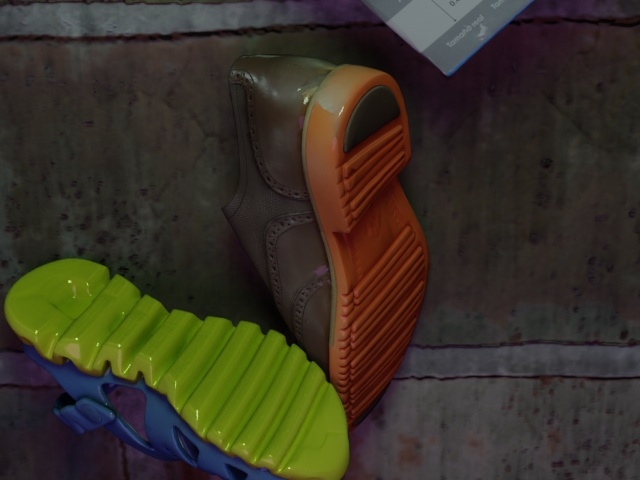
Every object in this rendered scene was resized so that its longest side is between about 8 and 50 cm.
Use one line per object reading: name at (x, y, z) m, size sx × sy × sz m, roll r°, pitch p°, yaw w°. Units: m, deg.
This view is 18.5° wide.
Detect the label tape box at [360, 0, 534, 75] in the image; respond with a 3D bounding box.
label tape box at (0.054, -0.316, 1.361) m, size 0.347 × 0.115 × 0.249 m, roll 38°, pitch 120°, yaw -22°

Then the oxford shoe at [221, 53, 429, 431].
oxford shoe at (0.000, 0.000, 1.582) m, size 0.133 × 0.130 × 0.364 m, roll 20°, pitch 134°, yaw 27°

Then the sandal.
sandal at (-0.113, 0.130, 1.606) m, size 0.317 × 0.126 × 0.138 m, roll 26°, pitch 137°, yaw 24°
